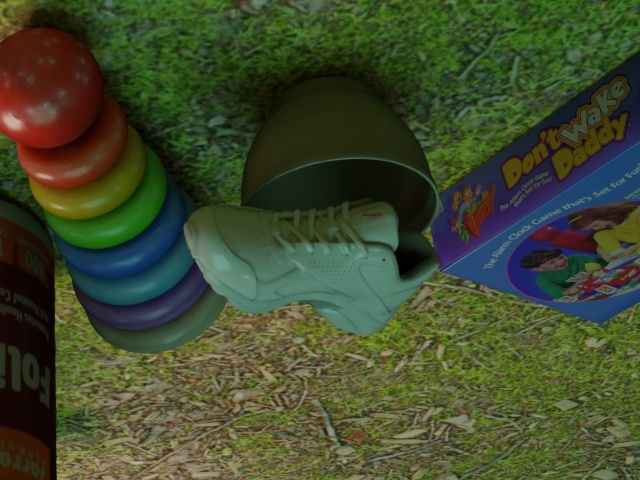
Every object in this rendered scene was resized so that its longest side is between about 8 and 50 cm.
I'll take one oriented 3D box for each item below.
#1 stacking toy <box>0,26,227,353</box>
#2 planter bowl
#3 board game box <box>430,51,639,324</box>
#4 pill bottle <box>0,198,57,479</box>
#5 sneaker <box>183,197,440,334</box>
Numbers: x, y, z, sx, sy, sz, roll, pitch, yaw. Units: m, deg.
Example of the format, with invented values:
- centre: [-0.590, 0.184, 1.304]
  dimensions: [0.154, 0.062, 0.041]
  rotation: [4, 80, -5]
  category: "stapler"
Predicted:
- centre: [-0.181, -0.041, 1.060]
  dimensions: [0.141, 0.141, 0.330]
  rotation: [-12, 145, 8]
  category: "stacking toy"
- centre: [0.010, -0.065, 1.072]
  dimensions: [0.162, 0.109, 0.162]
  rotation: [-5, 149, -3]
  category: "planter bowl"
- centre: [0.301, -0.054, 1.183]
  dimensions: [0.233, 0.078, 0.347]
  rotation: [18, 141, -36]
  category: "board game box"
- centre: [-0.337, 0.169, 1.109]
  dimensions: [0.224, 0.392, 0.224]
  rotation: [-6, 149, -3]
  category: "pill bottle"
- centre: [0.000, 0.000, 1.004]
  dimensions: [0.232, 0.090, 0.115]
  rotation: [13, 138, -45]
  category: "sneaker"
